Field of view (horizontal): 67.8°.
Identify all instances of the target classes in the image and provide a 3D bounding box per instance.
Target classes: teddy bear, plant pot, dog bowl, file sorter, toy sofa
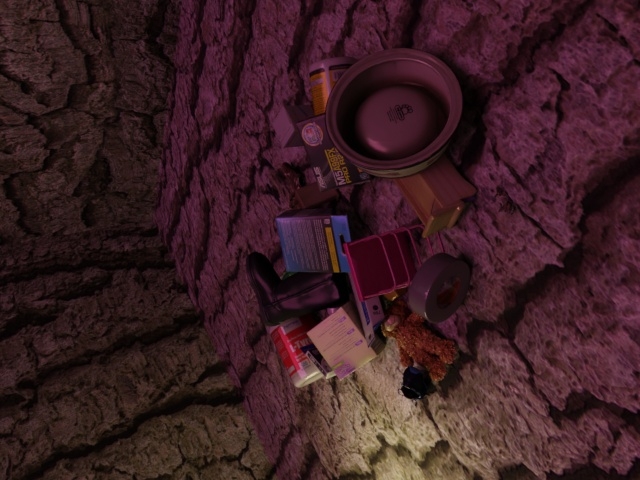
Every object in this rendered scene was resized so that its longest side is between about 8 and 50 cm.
[{"bbox_3d":[0.346,0.361,1.747,0.338,0.113,0.245,55,138,26],"label":"teddy bear"},{"bbox_3d":[0.277,0.179,1.809,0.083,0.081,0.081,58,141,15],"label":"plant pot"},{"bbox_3d":[0.226,-0.371,1.462,0.408,0.407,0.150,59,-176,23],"label":"dog bowl"},{"bbox_3d":[0.263,0.061,1.606,0.182,0.290,0.202,-21,84,52],"label":"file sorter"},{"bbox_3d":[0.333,-0.207,1.565,0.363,0.177,0.150,59,166,22],"label":"toy sofa"}]

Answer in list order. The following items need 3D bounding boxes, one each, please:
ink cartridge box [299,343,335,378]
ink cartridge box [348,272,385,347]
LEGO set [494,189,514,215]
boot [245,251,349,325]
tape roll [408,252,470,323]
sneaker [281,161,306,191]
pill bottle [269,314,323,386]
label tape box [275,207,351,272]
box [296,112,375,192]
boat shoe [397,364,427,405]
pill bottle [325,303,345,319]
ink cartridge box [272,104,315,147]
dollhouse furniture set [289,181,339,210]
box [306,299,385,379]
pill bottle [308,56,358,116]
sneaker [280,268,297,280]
[{"bbox_3d":[0.044,0.509,2.133,0.208,0.206,0.045,39,125,39],"label":"ink cartridge box"},{"bbox_3d":[0.183,0.238,1.865,0.165,0.065,0.333,101,158,-65],"label":"ink cartridge box"},{"bbox_3d":[0.543,-0.108,1.393,0.054,0.023,0.083,-26,67,52],"label":"LEGO set"},{"bbox_3d":[-0.110,0.158,2.126,0.445,0.146,0.367,-26,81,35],"label":"boot"},{"bbox_3d":[0.383,0.152,1.527,0.072,0.219,0.219,32,126,45],"label":"tape roll"},{"bbox_3d":[-0.112,-0.297,2.213,0.071,0.066,0.189,-39,74,35],"label":"sneaker"},{"bbox_3d":[-0.109,0.478,2.314,0.408,0.228,0.229,60,142,21],"label":"pill bottle"},{"bbox_3d":[0.000,0.000,1.914,0.333,0.106,0.241,0,110,30],"label":"label tape box"},{"bbox_3d":[0.058,-0.322,1.695,0.216,0.060,0.270,-9,111,28],"label":"box"},{"bbox_3d":[0.328,0.541,1.757,0.109,0.089,0.258,18,152,33],"label":"boat shoe"},{"bbox_3d":[0.082,0.378,2.117,0.112,0.111,0.187,1,102,54],"label":"pill bottle"},{"bbox_3d":[-0.087,-0.481,2.001,0.128,0.176,0.128,-45,65,51],"label":"ink cartridge box"},{"bbox_3d":[-0.022,-0.150,2.099,0.212,0.160,0.242,61,164,21],"label":"dollhouse furniture set"},{"bbox_3d":[0.106,0.412,1.983,0.213,0.117,0.243,-41,79,25],"label":"box"},{"bbox_3d":[0.068,-0.490,1.772,0.187,0.187,0.334,5,105,54],"label":"pill bottle"},{"bbox_3d":[-0.118,0.169,2.339,0.110,0.107,0.275,51,139,17],"label":"sneaker"}]
